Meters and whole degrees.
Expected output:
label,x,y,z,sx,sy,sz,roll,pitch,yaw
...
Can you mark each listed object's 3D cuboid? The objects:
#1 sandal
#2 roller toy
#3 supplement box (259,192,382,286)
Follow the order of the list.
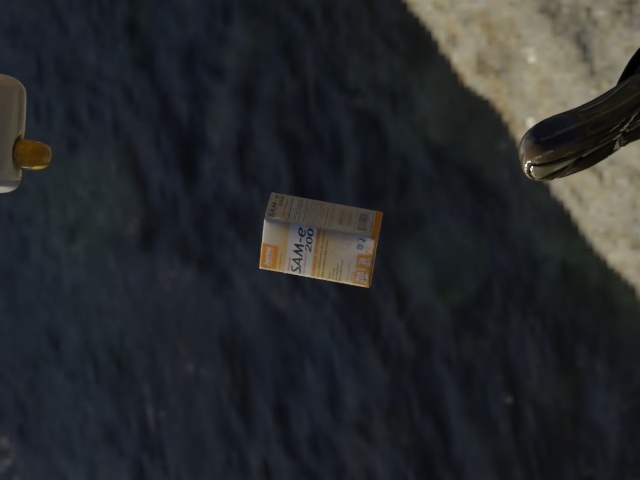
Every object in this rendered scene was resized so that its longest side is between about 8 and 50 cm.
label,x,y,z,sx,sy,sz,roll,pitch,yaw
sandal,0.209,-0.101,1.190,0.060,0.219,0.090,60,160,18
roller toy,-0.435,-0.118,2.178,0.191,0.209,0.146,1,88,38
supplement box,0.000,0.000,1.620,0.036,0.098,0.062,-77,-4,-46
